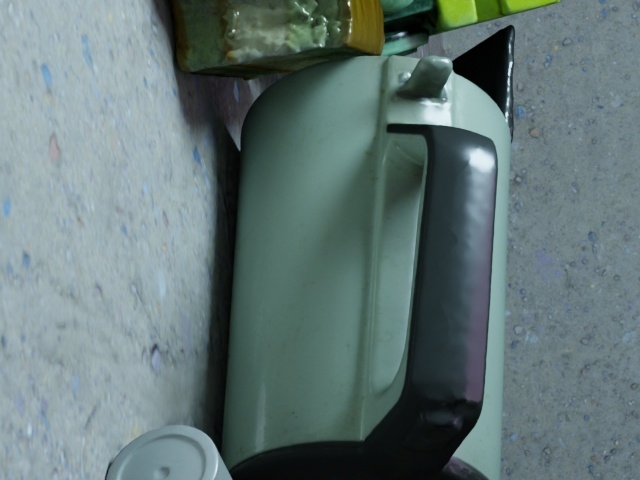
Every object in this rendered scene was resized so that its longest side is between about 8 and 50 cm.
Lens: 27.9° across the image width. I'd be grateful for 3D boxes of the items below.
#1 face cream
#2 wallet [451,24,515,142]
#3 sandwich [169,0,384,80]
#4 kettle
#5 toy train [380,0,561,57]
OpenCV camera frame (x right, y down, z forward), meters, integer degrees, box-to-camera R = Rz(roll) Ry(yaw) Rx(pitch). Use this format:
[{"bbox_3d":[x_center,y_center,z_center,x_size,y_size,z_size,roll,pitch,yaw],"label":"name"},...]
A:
[{"bbox_3d":[-0.067,0.232,0.878,0.077,0.077,0.250,-85,161,-46],"label":"face cream"},{"bbox_3d":[0.115,-0.049,1.370,0.041,0.247,0.322,25,58,-25],"label":"wallet"},{"bbox_3d":[-0.036,-0.199,1.111,0.198,0.155,0.227,-80,160,-49],"label":"sandwich"},{"bbox_3d":[0.057,0.037,1.053,0.361,0.250,0.376,124,-24,-52],"label":"kettle"},{"bbox_3d":[0.117,-0.290,1.417,0.442,0.273,0.179,-107,-178,-82],"label":"toy train"}]
